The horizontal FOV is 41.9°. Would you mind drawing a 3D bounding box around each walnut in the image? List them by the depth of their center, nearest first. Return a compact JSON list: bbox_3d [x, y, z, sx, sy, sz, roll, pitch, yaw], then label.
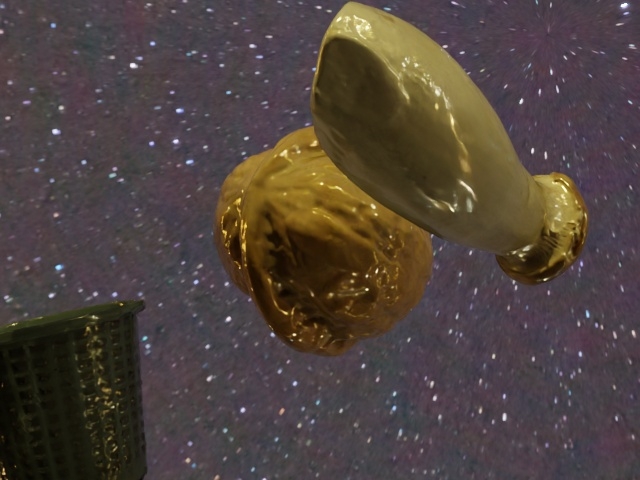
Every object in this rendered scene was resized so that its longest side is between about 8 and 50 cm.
[{"bbox_3d":[0.000,0.000,0.914,0.224,0.257,0.257,7,-73,40],"label":"walnut"}]

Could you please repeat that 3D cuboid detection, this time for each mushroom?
[{"bbox_3d":[0.107,-0.067,0.694,0.350,0.128,0.128,30,-64,-38],"label":"mushroom"}]

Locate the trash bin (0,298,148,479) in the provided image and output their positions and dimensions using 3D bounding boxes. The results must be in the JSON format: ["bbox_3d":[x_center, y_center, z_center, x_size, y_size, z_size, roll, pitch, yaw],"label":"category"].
[{"bbox_3d":[-0.221,0.143,0.715,0.175,0.175,0.161,-10,-88,17],"label":"trash bin"}]
